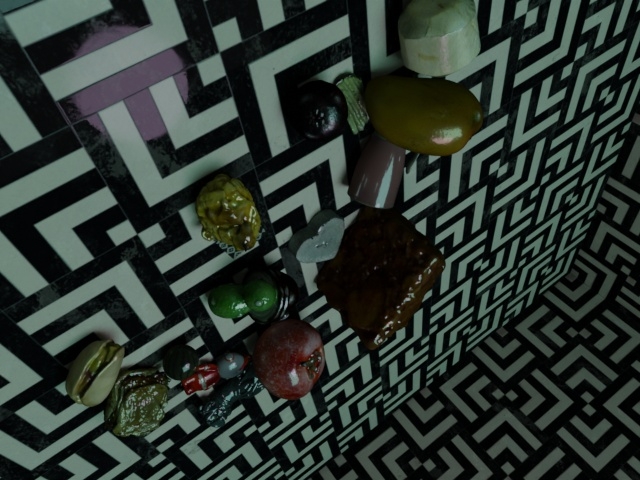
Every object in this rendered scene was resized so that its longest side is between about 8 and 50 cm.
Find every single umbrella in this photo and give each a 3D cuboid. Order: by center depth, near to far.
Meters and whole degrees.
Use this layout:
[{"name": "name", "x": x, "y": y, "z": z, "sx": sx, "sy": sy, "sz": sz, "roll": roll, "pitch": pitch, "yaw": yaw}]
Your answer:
[{"name": "umbrella", "x": -0.283, "y": 0.530, "z": 1.946, "sx": 0.349, "sy": 0.094, "sz": 0.143, "roll": -37, "pitch": 149, "yaw": -14}]

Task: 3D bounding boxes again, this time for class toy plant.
[{"name": "toy plant", "x": -0.190, "y": 0.163, "z": 1.586, "sx": 0.218, "sy": 0.175, "sz": 0.235, "roll": -15, "pitch": 171, "yaw": 40}]

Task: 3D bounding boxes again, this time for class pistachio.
[{"name": "pistachio", "x": -0.591, "y": 0.341, "z": 1.424, "sx": 0.200, "sy": 0.117, "sz": 0.145, "roll": -62, "pitch": 180, "yaw": 13}]

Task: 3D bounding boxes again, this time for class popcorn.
[{"name": "popcorn", "x": -0.227, "y": -0.068, "z": 1.345, "sx": 0.140, "sy": 0.163, "sz": 0.194, "roll": -46, "pitch": 118, "yaw": -31}]

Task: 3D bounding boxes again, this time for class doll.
[{"name": "doll", "x": -0.342, "y": 0.434, "z": 1.803, "sx": 0.245, "sy": 0.076, "sz": 0.142, "roll": -25, "pitch": 142, "yaw": -20}]

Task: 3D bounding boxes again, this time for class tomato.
[{"name": "tomato", "x": -0.113, "y": 0.400, "z": 1.858, "sx": 0.270, "sy": 0.227, "sz": 0.270, "roll": -29, "pitch": 123, "yaw": -57}]

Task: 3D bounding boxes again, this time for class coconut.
[{"name": "coconut", "x": 0.297, "y": -0.507, "z": 1.359, "sx": 0.202, "sy": 0.202, "sz": 0.222, "roll": -39, "pitch": 143, "yaw": -7}]

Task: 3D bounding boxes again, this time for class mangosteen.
[{"name": "mangosteen", "x": -0.003, "y": -0.318, "z": 1.316, "sx": 0.152, "sy": 0.152, "sz": 0.152, "roll": -27, "pitch": 142, "yaw": -23}]

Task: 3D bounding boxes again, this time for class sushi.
[{"name": "sushi", "x": -0.224, "y": -0.018, "z": 1.493, "sx": 0.126, "sy": 0.026, "sz": 0.120, "roll": -37, "pitch": 148, "yaw": -3}]

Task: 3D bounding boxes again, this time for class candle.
[{"name": "candle", "x": 0.000, "y": 0.000, "z": 1.700, "sx": 0.192, "sy": 0.068, "sz": 0.168, "roll": -40, "pitch": 142, "yaw": -3}]

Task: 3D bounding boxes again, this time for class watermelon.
[{"name": "watermelon", "x": -0.420, "y": 0.377, "z": 1.626, "sx": 0.105, "sy": 0.105, "sz": 0.133, "roll": -7, "pitch": 110, "yaw": -42}]

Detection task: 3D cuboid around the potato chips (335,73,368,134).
[{"name": "potato chips", "x": 0.092, "y": -0.366, "z": 1.445, "sx": 0.092, "sy": 0.028, "sz": 0.207, "roll": -41, "pitch": 144, "yaw": -3}]

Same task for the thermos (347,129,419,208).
[{"name": "thermos", "x": 0.196, "y": -0.239, "z": 1.585, "sx": 0.176, "sy": 0.146, "sz": 0.265, "roll": 10, "pitch": 112, "yaw": -20}]

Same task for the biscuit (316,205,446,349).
[{"name": "biscuit", "x": 0.198, "y": 0.106, "z": 1.782, "sx": 0.166, "sy": 0.343, "sz": 0.395, "roll": 5, "pitch": 125, "yaw": -51}]

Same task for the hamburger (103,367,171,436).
[{"name": "hamburger", "x": -0.552, "y": 0.471, "z": 1.605, "sx": 0.183, "sy": 0.130, "sz": 0.206, "roll": 8, "pitch": 101, "yaw": -51}]

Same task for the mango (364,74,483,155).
[{"name": "mango", "x": 0.265, "y": -0.333, "z": 1.419, "sx": 0.173, "sy": 0.317, "sz": 0.211, "roll": 106, "pitch": -1, "yaw": -71}]
